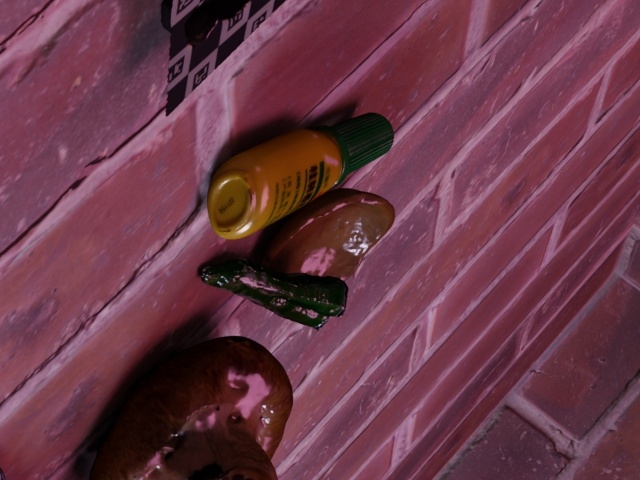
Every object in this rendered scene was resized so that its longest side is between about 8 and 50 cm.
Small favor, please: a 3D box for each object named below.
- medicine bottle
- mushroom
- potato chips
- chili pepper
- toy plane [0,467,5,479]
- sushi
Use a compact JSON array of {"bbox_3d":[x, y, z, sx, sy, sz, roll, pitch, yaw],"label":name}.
[{"bbox_3d":[-0.015,-0.086,1.712,0.309,0.076,0.111,-30,159,-52],"label":"medicine bottle"},{"bbox_3d":[-0.142,0.268,1.830,0.267,0.254,0.267,-14,152,-7],"label":"mushroom"},{"bbox_3d":[-0.001,-0.001,1.909,0.195,0.062,0.208,-32,155,-2],"label":"potato chips"},{"bbox_3d":[-0.067,0.058,1.825,0.088,0.059,0.227,-32,150,30],"label":"chili pepper"},{"bbox_3d":[-0.343,0.331,1.675,0.160,0.082,0.234,-73,-175,-50],"label":"toy plane"},{"bbox_3d":[-0.082,-0.237,1.299,0.215,0.050,0.192,-49,166,-29],"label":"sushi"}]
